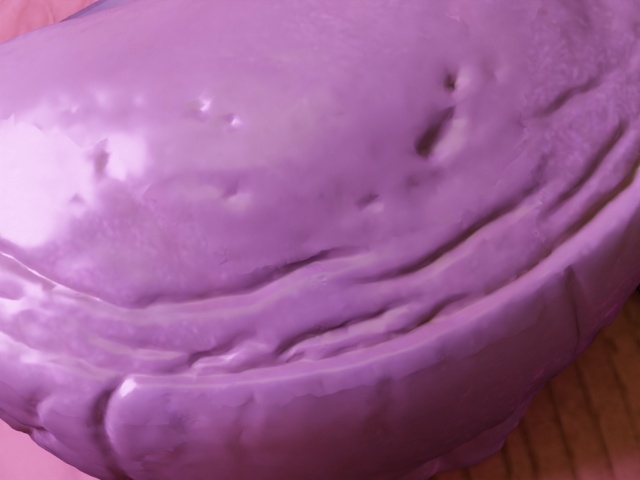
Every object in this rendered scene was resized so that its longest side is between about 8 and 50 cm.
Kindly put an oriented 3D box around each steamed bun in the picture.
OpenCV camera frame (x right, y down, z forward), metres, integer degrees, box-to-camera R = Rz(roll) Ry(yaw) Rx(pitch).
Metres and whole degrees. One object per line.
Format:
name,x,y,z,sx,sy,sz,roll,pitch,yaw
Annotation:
steamed bun,-0.002,0.005,0.500,0.384,0.247,0.236,-20,72,-9

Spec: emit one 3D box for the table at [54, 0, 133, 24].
table,-0.127,-0.119,0.653,0.240,0.121,0.111,-32,62,-10

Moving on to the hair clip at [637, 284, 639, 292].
hair clip,0.225,0.055,0.552,0.070,0.039,0.229,-40,62,-12
